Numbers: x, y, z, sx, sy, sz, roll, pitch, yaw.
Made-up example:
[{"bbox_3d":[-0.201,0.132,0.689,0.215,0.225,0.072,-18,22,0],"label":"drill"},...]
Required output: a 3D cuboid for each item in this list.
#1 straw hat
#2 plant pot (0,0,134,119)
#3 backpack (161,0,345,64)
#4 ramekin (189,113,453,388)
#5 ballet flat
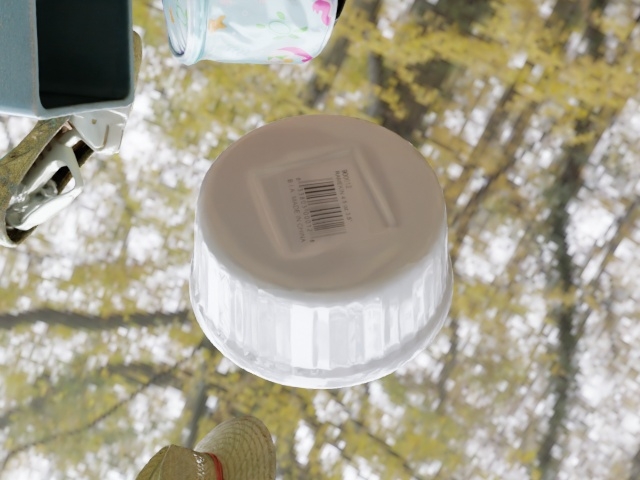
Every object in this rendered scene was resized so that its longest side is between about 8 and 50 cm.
[{"bbox_3d":[-0.097,0.180,1.010,0.061,0.144,0.144,28,-154,-30],"label":"straw hat"},{"bbox_3d":[-0.398,-0.284,1.779,0.252,0.247,0.247,4,-170,20],"label":"plant pot"},{"bbox_3d":[-0.065,-0.241,0.959,0.191,0.253,0.225,-7,-173,-12],"label":"backpack"},{"bbox_3d":[0.000,0.000,1.466,0.277,0.135,0.277,0,-129,0],"label":"ramekin"},{"bbox_3d":[-0.339,-0.128,1.956,0.123,0.348,0.123,43,-172,-7],"label":"ballet flat"}]
